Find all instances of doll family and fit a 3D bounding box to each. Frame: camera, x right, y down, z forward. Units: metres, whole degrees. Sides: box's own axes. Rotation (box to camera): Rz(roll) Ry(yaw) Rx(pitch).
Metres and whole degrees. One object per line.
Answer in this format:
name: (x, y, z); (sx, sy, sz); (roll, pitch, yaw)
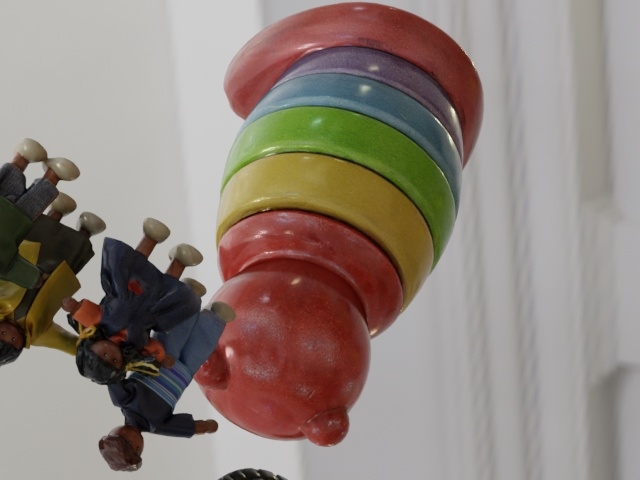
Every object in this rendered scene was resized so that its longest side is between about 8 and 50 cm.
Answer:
doll family: (-0.124, 0.041, 1.006); (0.193, 0.076, 0.111); (32, -122, -11)

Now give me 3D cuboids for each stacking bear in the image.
stacking bear: (0.000, 0.000, 1.203); (0.175, 0.164, 0.289); (31, -131, -14)

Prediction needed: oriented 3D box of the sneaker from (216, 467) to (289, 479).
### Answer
sneaker: (-0.109, 0.289, 1.686); (0.283, 0.107, 0.124); (-8, -34, -53)
